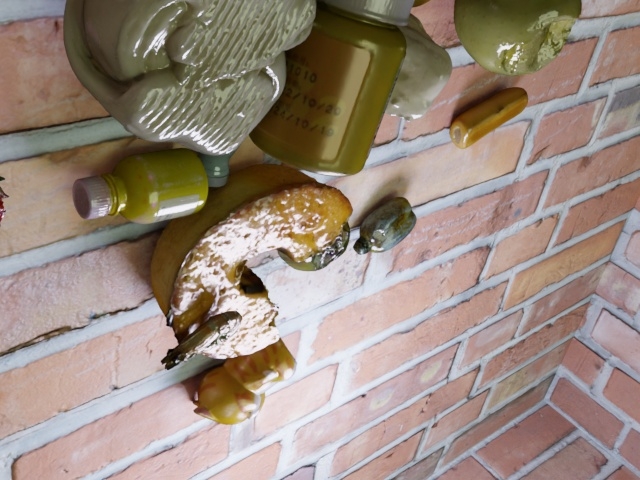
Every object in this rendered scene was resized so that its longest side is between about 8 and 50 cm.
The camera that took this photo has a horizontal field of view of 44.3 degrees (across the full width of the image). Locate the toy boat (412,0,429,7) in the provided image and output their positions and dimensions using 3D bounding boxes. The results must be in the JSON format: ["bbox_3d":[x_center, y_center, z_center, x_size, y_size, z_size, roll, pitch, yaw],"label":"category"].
[{"bbox_3d":[0.204,-0.522,1.543,0.229,0.089,0.088,-36,165,-33],"label":"toy boat"}]

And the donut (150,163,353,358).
[{"bbox_3d":[-0.163,0.022,1.582,0.378,0.163,0.435,20,108,-53],"label":"donut"}]

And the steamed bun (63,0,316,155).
[{"bbox_3d":[-0.201,-0.317,1.133,0.342,0.255,0.368,-54,161,15],"label":"steamed bun"}]

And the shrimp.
[{"bbox_3d":[-0.228,0.194,1.518,0.180,0.041,0.099,-33,158,-19],"label":"shrimp"}]

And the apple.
[{"bbox_3d":[0.416,-0.488,1.683,0.279,0.279,0.279,-30,141,-28],"label":"apple"}]

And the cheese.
[{"bbox_3d":[0.105,-0.374,1.533,0.248,0.251,0.173,22,124,-18],"label":"cheese"}]

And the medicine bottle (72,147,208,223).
[{"bbox_3d":[-0.310,-0.087,1.342,0.213,0.122,0.121,-15,132,-39],"label":"medicine bottle"}]

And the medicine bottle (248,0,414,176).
[{"bbox_3d":[0.029,-0.320,1.329,0.224,0.224,0.384,-6,124,-46],"label":"medicine bottle"}]

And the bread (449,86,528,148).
[{"bbox_3d":[0.426,-0.319,2.000,0.239,0.074,0.092,-32,148,-25],"label":"bread"}]

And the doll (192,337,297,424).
[{"bbox_3d":[-0.171,0.321,1.853,0.269,0.162,0.166,-51,177,-9],"label":"doll"}]

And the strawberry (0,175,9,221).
[{"bbox_3d":[-0.564,-0.018,1.138,0.228,0.098,0.174,-49,145,-4],"label":"strawberry"}]

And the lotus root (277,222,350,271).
[{"bbox_3d":[0.002,0.002,1.821,0.183,0.078,0.203,-50,144,-1],"label":"lotus root"}]

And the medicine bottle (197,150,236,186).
[{"bbox_3d":[-0.178,-0.204,1.408,0.090,0.090,0.216,-13,131,-42],"label":"medicine bottle"}]

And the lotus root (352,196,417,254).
[{"bbox_3d":[0.158,-0.030,1.958,0.192,0.088,0.113,-38,128,-16],"label":"lotus root"}]
